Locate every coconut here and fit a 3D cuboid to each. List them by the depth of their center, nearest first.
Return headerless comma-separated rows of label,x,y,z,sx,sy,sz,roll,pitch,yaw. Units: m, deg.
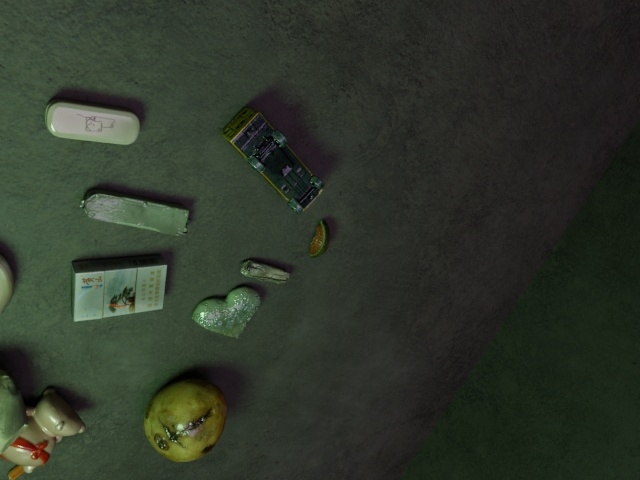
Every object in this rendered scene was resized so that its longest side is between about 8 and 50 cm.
coconut,-0.831,0.416,1.200,0.247,0.245,0.245,-32,132,-7

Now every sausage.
sausage,-0.851,0.649,1.466,0.107,0.031,0.031,-38,133,-14

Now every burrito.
burrito,-0.181,0.103,1.627,0.188,0.045,0.058,19,78,-40

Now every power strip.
power strip,-0.472,-0.072,1.299,0.285,0.048,0.080,10,107,-40

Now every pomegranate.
pomegranate,-0.427,0.566,1.598,0.260,0.260,0.261,-18,126,-27

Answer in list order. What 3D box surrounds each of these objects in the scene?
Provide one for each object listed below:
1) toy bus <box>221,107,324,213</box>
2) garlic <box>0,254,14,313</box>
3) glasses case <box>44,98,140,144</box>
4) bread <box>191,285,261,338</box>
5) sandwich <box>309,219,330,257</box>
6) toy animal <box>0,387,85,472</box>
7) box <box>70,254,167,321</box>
toy bus,-0.127,-0.217,1.418,0.121,0.123,0.335,-49,134,-4
garlic,-0.803,0.112,1.127,0.217,0.110,0.228,-43,133,-12
glasses case,-0.515,-0.269,1.147,0.196,0.050,0.083,-1,115,-36
bread,-0.292,0.241,1.614,0.231,0.064,0.173,-18,124,-26
sandwich,0.000,0.002,1.683,0.029,0.067,0.135,1,116,-41
toy animal,-0.770,0.524,1.373,0.197,0.171,0.171,-40,133,-21
box,-0.541,0.124,1.354,0.233,0.067,0.150,-5,118,-34
